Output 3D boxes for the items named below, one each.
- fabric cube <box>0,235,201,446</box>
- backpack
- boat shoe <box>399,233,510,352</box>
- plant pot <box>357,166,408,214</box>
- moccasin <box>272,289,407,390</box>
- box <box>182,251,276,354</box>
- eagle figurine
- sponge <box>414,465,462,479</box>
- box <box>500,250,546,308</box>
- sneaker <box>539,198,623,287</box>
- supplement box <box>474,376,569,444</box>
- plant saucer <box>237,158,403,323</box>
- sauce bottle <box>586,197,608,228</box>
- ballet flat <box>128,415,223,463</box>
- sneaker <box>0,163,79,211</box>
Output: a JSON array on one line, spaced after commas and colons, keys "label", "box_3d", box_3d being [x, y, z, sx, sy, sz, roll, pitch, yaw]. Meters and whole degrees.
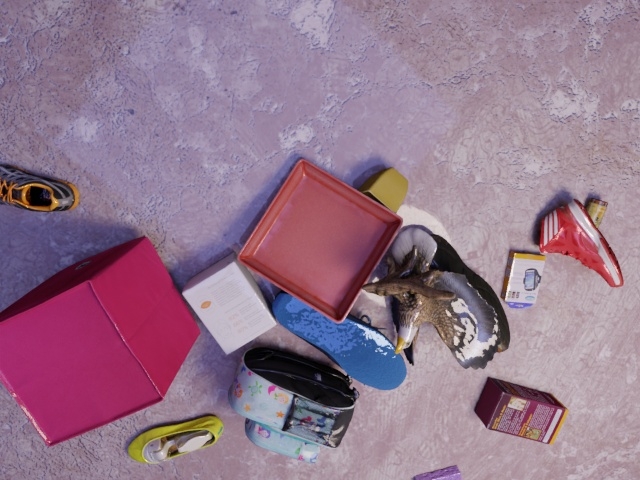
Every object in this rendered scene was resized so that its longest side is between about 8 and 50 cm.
[{"label": "fabric cube", "box_3d": [-0.428, 0.180, 1.003, 0.254, 0.258, 0.259, -23, 105, 10]}, {"label": "backpack", "box_3d": [-0.073, 0.341, 1.123, 0.254, 0.225, 0.191, 25, 94, -7]}, {"label": "boat shoe", "box_3d": [0.305, 0.127, 1.184, 0.120, 0.122, 0.324, -32, 103, 40]}, {"label": "plant pot", "box_3d": [0.141, -0.112, 1.122, 0.081, 0.081, 0.083, 39, 81, -14]}, {"label": "moccasin", "box_3d": [0.052, 0.201, 1.163, 0.342, 0.117, 0.137, 39, 95, -10]}, {"label": "box", "box_3d": [-0.194, 0.134, 1.127, 0.130, 0.091, 0.170, -31, 105, 1]}, {"label": "eagle figurine", "box_3d": [0.213, 0.145, 1.076, 0.225, 0.226, 0.298, -41, 135, 9]}, {"label": "sponge", "box_3d": [0.322, 0.696, 1.351, 0.117, 0.031, 0.210, -13, 105, -4]}, {"label": "box", "box_3d": [0.482, 0.095, 1.237, 0.081, 0.028, 0.136, 6, 104, -9]}, {"label": "sneaker", "box_3d": [0.588, 0.025, 1.193, 0.128, 0.087, 0.221, -31, 84, 31]}, {"label": "supplement box", "box_3d": [0.496, 0.422, 1.284, 0.188, 0.081, 0.104, 17, 100, -11]}, {"label": "plant saucer", "box_3d": [0.000, 0.000, 1.096, 0.258, 0.048, 0.259, 32, 86, 4]}, {"label": "sauce bottle", "box_3d": [0.633, -0.035, 1.219, 0.042, 0.042, 0.128, 12, 105, -10]}, {"label": "ballet flat", "box_3d": [-0.337, 0.466, 1.191, 0.231, 0.077, 0.077, -17, 105, -3]}, {"label": "sneaker", "box_3d": [-0.600, -0.101, 1.027, 0.215, 0.083, 0.084, 7, 103, -7]}]
